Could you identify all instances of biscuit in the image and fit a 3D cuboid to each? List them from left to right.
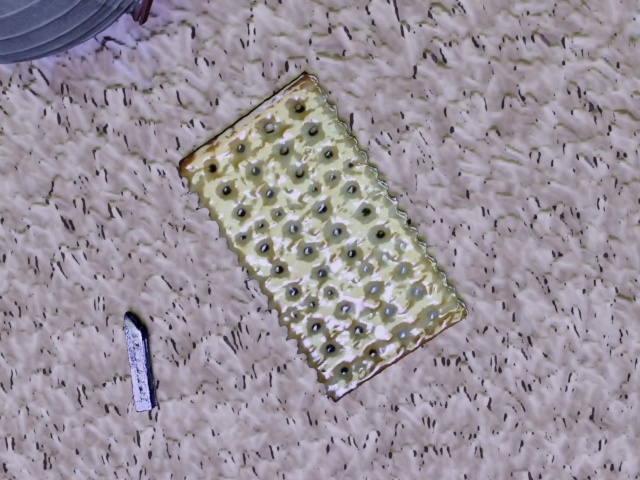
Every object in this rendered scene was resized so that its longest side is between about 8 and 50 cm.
[{"bbox_3d":[0.000,0.000,0.531,0.139,0.016,0.231,-34,95,6],"label":"biscuit"}]

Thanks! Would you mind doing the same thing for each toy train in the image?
[{"bbox_3d":[-0.148,0.098,0.549,0.017,0.017,0.083,-5,97,1],"label":"toy train"}]

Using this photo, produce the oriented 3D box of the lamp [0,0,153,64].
[{"bbox_3d":[-0.192,-0.244,0.406,0.233,0.233,0.265,12,121,1],"label":"lamp"}]
